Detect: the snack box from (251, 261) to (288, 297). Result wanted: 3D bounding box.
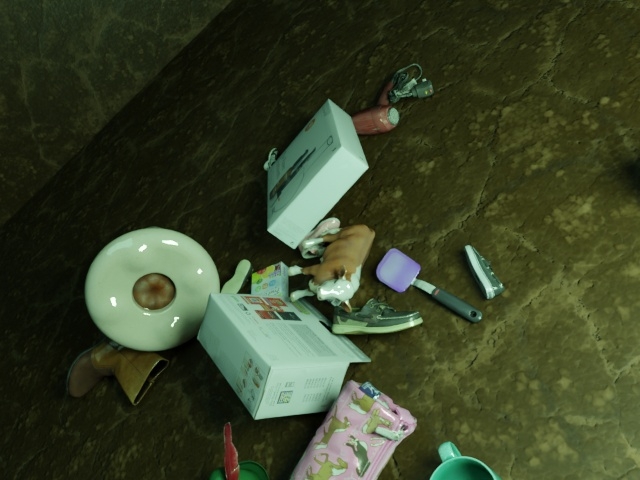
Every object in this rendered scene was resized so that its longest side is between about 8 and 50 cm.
[{"bbox_3d":[-0.133,0.134,1.637,0.100,0.037,0.141,-24,46,24],"label":"snack box"}]

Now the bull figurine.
[{"bbox_3d":[0.028,0.064,1.462,0.188,0.101,0.310,-5,28,27],"label":"bull figurine"}]

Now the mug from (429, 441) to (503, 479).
[{"bbox_3d":[0.256,0.427,1.040,0.129,0.097,0.158,-6,54,37],"label":"mug"}]

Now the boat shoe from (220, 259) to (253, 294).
[{"bbox_3d":[-0.230,0.118,1.729,0.048,0.042,0.133,23,73,26],"label":"boat shoe"}]

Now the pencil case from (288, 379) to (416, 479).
[{"bbox_3d":[0.022,0.456,1.166,0.160,0.167,0.386,32,79,12],"label":"pencil case"}]

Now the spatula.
[{"bbox_3d":[0.236,0.106,1.364,0.084,0.030,0.296,-52,42,-6],"label":"spatula"}]

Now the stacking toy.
[{"bbox_3d":[-0.497,0.079,1.839,0.350,0.350,0.480,-45,24,1],"label":"stacking toy"}]

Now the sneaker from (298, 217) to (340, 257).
[{"bbox_3d":[0.000,0.000,1.628,0.134,0.051,0.070,-32,44,19],"label":"sneaker"}]

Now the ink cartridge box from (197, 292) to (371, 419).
[{"bbox_3d":[-0.086,0.247,1.403,0.309,0.271,0.130,38,116,49],"label":"ink cartridge box"}]

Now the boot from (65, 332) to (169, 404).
[{"bbox_3d":[-0.584,0.394,1.786,0.280,0.096,0.264,28,70,40],"label":"boot"}]

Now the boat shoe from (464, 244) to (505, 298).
[{"bbox_3d":[0.342,0.063,1.306,0.040,0.049,0.142,-18,47,2],"label":"boat shoe"}]

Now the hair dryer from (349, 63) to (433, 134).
[{"bbox_3d":[0.186,-0.383,1.788,0.293,0.080,0.224,-30,27,10],"label":"hair dryer"}]

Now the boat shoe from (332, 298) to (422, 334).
[{"bbox_3d":[0.116,0.165,1.365,0.223,0.080,0.074,-11,87,37],"label":"boat shoe"}]

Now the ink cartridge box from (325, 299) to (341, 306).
[{"bbox_3d":[0.018,0.113,1.536,0.063,0.029,0.115,-51,42,-7],"label":"ink cartridge box"}]

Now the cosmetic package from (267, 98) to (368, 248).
[{"bbox_3d":[-0.021,-0.188,1.645,0.284,0.097,0.377,-45,23,18],"label":"cosmetic package"}]

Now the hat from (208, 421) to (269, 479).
[{"bbox_3d":[-0.220,0.512,1.293,0.172,0.183,0.209,-12,51,32],"label":"hat"}]

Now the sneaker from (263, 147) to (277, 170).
[{"bbox_3d":[-0.148,-0.253,1.971,0.036,0.032,0.083,10,69,28],"label":"sneaker"}]
